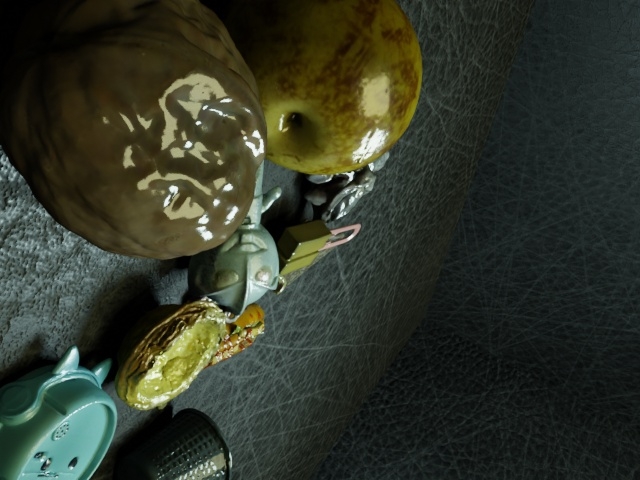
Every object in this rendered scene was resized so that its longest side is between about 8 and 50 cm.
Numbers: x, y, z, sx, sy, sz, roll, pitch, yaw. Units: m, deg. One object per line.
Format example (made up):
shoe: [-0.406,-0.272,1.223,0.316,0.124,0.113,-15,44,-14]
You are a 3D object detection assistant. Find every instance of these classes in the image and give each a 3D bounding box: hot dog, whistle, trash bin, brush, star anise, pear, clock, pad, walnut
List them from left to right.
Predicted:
clock: [-0.363,0.270,0.860,0.274,0.094,0.223,-58,162,-10]
walnut: [-0.170,-0.113,0.640,0.227,0.273,0.273,-32,164,10]
trash bin: [-0.276,0.420,1.210,0.161,0.175,0.175,-20,135,-49]
hot dog: [-0.172,0.182,1.271,0.250,0.076,0.104,-12,126,-64]
whistle: [-0.130,-0.023,1.036,0.134,0.142,0.346,-92,-172,-68]
pad: [-0.054,0.034,1.394,0.158,0.003,0.235,-39,160,3]
pear: [-0.004,-0.226,0.863,0.281,0.280,0.281,-51,158,-30]
brush: [0.000,0.000,1.342,0.233,0.047,0.103,-18,152,-46]
star anise: [0.068,-0.148,1.347,0.316,0.139,0.359,-54,158,2]

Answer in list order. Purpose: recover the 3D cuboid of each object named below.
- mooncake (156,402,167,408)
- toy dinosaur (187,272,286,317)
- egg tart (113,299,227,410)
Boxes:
mooncake: [-0.353,0.351,1.054,0.346,0.057,0.150,-31,131,-52]
toy dinosaur: [-0.132,0.043,1.201,0.251,0.072,0.200,-50,149,-5]
egg tart: [-0.236,0.166,1.021,0.212,0.090,0.213,-38,155,-21]
